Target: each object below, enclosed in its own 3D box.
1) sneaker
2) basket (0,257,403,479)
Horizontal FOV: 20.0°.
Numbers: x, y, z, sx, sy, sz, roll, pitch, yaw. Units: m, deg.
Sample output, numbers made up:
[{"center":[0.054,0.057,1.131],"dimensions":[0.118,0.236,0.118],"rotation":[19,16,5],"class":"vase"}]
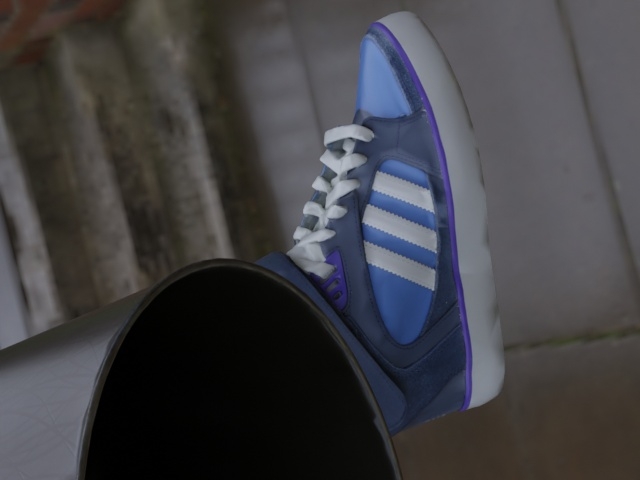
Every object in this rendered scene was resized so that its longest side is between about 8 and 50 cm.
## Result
[{"center":[0.000,0.000,1.389],"dimensions":[0.130,0.236,0.323],"rotation":[-178,77,-76],"class":"sneaker"},{"center":[-0.100,0.122,0.659],"dimensions":[0.226,0.154,0.204],"rotation":[-11,92,42],"class":"basket"}]
